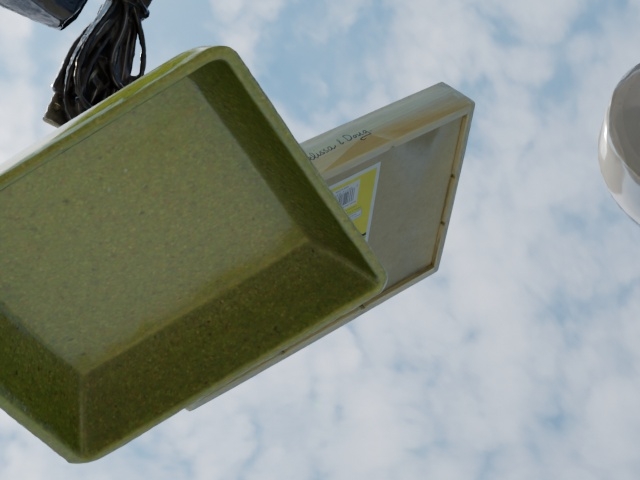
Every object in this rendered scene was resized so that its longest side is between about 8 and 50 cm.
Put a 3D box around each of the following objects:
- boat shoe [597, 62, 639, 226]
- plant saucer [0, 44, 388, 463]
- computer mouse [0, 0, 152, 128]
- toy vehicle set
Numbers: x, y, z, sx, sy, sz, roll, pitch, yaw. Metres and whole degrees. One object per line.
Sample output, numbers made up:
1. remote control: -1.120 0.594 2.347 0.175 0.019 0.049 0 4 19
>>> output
1. boat shoe: 0.217 0.005 0.440 0.267 0.088 0.096 8 -124 -3
2. plant saucer: -0.087 0.005 0.617 0.188 0.188 0.045 -31 -132 5
3. computer mouse: -0.204 -0.206 0.870 0.072 0.272 0.188 14 -106 35
4. toy vehicle set: 0.000 0.000 0.962 0.035 0.267 0.166 36 -45 31
